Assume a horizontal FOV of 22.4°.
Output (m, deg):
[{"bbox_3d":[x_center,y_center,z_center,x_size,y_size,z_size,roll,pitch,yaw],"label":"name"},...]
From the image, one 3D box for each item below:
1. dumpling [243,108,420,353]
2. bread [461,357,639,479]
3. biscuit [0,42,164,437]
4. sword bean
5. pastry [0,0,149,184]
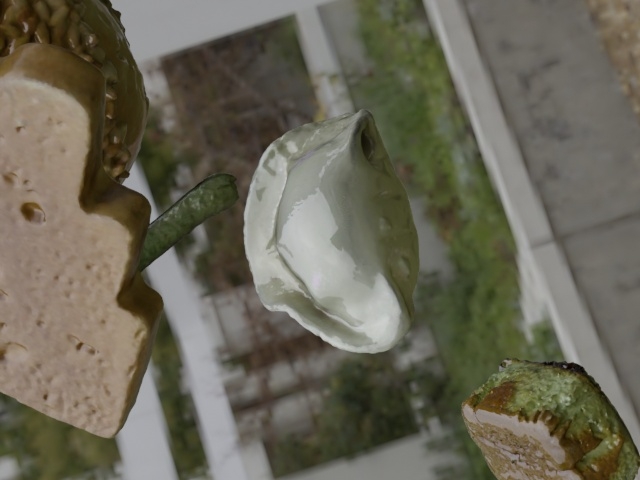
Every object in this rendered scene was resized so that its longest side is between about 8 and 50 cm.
[{"bbox_3d":[0.000,0.002,1.156,0.100,0.134,0.169,-24,-86,-65],"label":"dumpling"},{"bbox_3d":[0.177,0.156,1.226,0.128,0.069,0.140,57,156,-17],"label":"bread"},{"bbox_3d":[-0.157,0.000,0.796,0.238,0.212,0.041,59,-149,-26],"label":"biscuit"},{"bbox_3d":[-0.177,0.029,1.343,0.038,0.269,0.043,55,167,-10],"label":"sword bean"},{"bbox_3d":[-0.364,-0.144,1.601,0.245,0.410,0.409,-98,-7,-50],"label":"pastry"}]
